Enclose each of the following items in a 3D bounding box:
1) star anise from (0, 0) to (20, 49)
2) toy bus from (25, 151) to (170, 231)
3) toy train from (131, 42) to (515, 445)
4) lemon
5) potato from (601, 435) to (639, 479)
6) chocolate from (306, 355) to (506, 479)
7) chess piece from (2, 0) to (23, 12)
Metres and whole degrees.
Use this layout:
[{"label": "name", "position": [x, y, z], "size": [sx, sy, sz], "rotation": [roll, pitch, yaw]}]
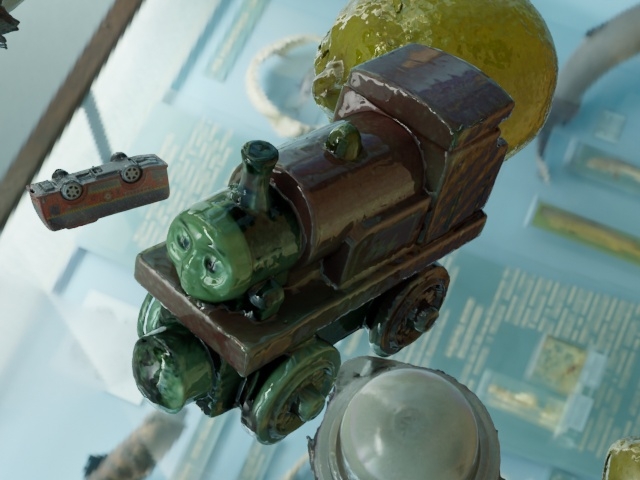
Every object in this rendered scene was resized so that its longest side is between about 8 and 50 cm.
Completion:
[{"label": "star anise", "position": [-0.276, -0.174, 0.814], "size": [0.129, 0.124, 0.056], "rotation": [-42, -33, -36]}, {"label": "toy bus", "position": [-0.307, -0.070, 1.508], "size": [0.192, 0.065, 0.077], "rotation": [-19, -62, -23]}, {"label": "toy train", "position": [0.000, 0.000, 0.755], "size": [0.304, 0.150, 0.221], "rotation": [-29, -35, -41]}, {"label": "lemon", "position": [0.132, -0.193, 1.258], "size": [0.320, 0.245, 0.245], "rotation": [-9, -47, -26]}, {"label": "potato", "position": [0.304, 0.256, 0.951], "size": [0.080, 0.107, 0.170], "rotation": [-4, -101, -39]}, {"label": "chocolate", "position": [0.088, 0.194, 1.087], "size": [0.147, 0.221, 0.221], "rotation": [88, -155, -58]}, {"label": "chess piece", "position": [-0.391, -0.353, 1.003], "size": [0.167, 0.300, 0.167], "rotation": [-36, -7, -5]}]
